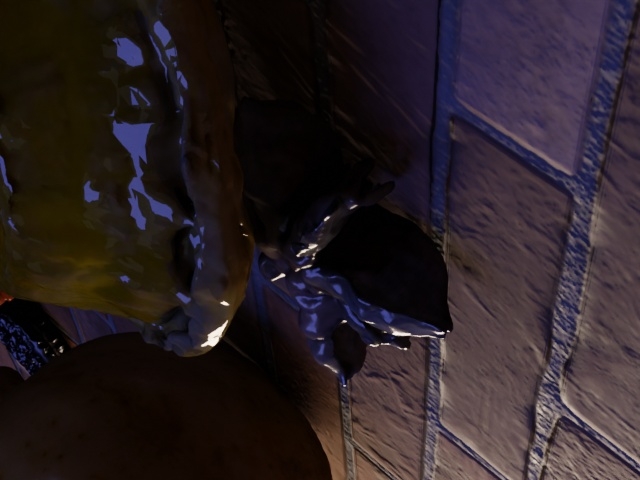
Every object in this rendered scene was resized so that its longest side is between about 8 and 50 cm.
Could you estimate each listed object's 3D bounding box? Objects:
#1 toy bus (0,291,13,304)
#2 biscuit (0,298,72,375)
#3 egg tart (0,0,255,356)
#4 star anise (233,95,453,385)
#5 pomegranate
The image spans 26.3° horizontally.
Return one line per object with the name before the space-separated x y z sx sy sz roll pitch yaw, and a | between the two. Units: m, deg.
toy bus | -0.544 0.012 1.843 0.329 0.153 0.143 22 148 47
biscuit | -0.402 0.146 1.932 0.194 0.053 0.194 40 156 22
egg tart | -0.173 -0.094 0.870 0.388 0.169 0.388 47 149 41
star anise | 0.000 0.000 0.910 0.229 0.093 0.236 33 151 34
pomegranate | -0.192 0.253 1.306 0.410 0.410 0.410 39 156 21
